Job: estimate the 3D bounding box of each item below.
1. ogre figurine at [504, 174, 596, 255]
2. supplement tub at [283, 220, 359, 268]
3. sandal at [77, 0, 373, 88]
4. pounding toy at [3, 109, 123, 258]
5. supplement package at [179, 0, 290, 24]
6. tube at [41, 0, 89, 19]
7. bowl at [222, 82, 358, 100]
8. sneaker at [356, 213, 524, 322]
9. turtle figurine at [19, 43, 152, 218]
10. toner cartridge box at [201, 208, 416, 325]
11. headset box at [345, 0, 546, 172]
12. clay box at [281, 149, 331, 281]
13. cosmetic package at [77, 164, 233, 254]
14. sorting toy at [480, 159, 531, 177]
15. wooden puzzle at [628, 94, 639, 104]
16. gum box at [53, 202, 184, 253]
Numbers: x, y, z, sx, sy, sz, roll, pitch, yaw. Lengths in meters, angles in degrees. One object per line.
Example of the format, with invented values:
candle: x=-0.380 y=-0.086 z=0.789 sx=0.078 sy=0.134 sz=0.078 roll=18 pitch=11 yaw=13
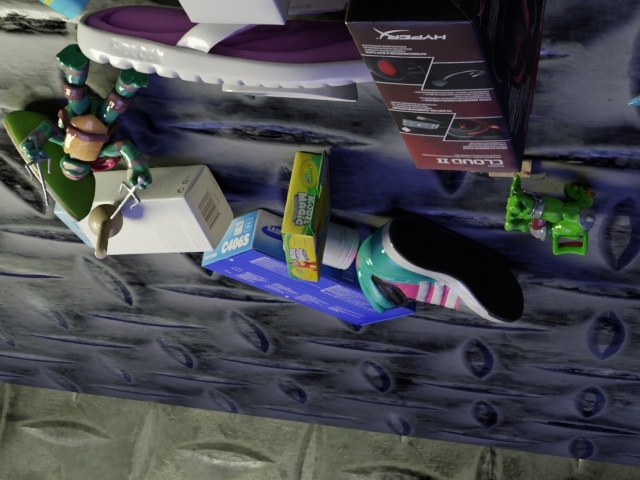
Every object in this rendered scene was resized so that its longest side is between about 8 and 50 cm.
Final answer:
ogre figurine: x=0.315 y=-0.032 z=1.598 sx=0.118 sy=0.097 sz=0.197 roll=13 pitch=156 yaw=10
supplement tub: x=0.000 y=0.000 z=1.866 sx=0.107 sy=0.071 sz=0.071 roll=18 pitch=158 yaw=-19
sandal: x=-0.070 y=-0.233 z=1.231 sx=0.416 sy=0.169 sz=0.102 roll=4 pitch=118 yaw=13
pounding toy: x=-0.340 y=-0.109 z=1.667 sx=0.237 sy=0.110 sz=0.183 roll=55 pitch=178 yaw=-14
supplement package: x=-0.093 y=-0.294 z=1.089 sx=0.105 sy=0.105 sz=0.179 roll=4 pitch=158 yaw=16
tube: x=-0.343 y=-0.313 z=1.249 sx=0.207 sy=0.052 sz=0.080 roll=29 pitch=142 yaw=-28
bowl: x=-0.033 y=-0.192 z=1.350 sx=0.141 sy=0.053 sz=0.142 roll=5 pitch=-173 yaw=17
sneaker: x=0.172 y=0.069 z=1.883 sx=0.295 sy=0.124 sz=0.178 roll=30 pitch=148 yaw=-26
turtle figurine: x=-0.306 y=-0.137 z=1.517 sx=0.175 sy=0.118 sz=0.234 roll=2 pitch=132 yaw=-26
toner cartridge box: x=-0.013 y=0.053 z=2.004 sx=0.347 sy=0.075 sz=0.165 roll=23 pitch=155 yaw=-31
headset box: x=0.128 y=-0.207 z=1.050 sx=0.110 sy=0.218 sz=0.293 roll=4 pitch=159 yaw=20
clay box: x=-0.019 y=-0.037 z=1.697 sx=0.053 sy=0.128 sz=0.222 roll=7 pitch=159 yaw=6
cosmetic package: x=-0.265 y=-0.046 z=1.808 sx=0.231 sy=0.085 sz=0.117 roll=0 pitch=133 yaw=29
sorting toy: x=0.243 y=-0.100 z=1.568 sx=0.083 sy=0.012 sz=0.062 roll=3 pitch=163 yaw=10
wooden puzzle: x=0.422 y=-0.156 z=1.338 sx=0.116 sy=0.014 sz=0.078 roll=17 pitch=154 yaw=-18
gum box: x=-0.339 y=-0.028 z=1.994 sx=0.184 sy=0.041 sz=0.157 roll=4 pitch=158 yaw=15
